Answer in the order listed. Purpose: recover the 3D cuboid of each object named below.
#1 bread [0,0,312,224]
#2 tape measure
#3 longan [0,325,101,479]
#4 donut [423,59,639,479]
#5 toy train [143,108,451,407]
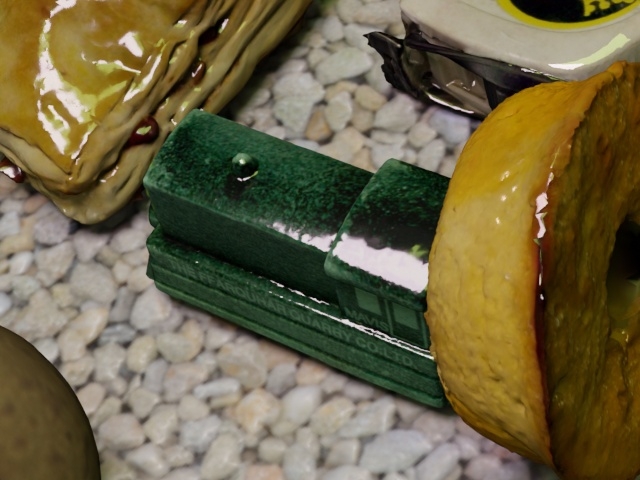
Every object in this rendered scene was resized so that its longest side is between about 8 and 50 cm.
[{"bbox_3d":[-0.201,-0.229,1.250,0.314,0.191,0.370,35,69,28],"label":"bread"},{"bbox_3d":[0.214,-0.174,1.180,0.271,0.133,0.231,-33,49,-11],"label":"tape measure"},{"bbox_3d":[-0.276,0.160,0.963,0.246,0.246,0.215,28,95,25],"label":"longan"},{"bbox_3d":[0.178,0.024,0.966,0.110,0.303,0.303,5,54,37],"label":"donut"},{"bbox_3d":[0.000,0.000,1.063,0.330,0.178,0.138,21,62,21],"label":"toy train"}]
